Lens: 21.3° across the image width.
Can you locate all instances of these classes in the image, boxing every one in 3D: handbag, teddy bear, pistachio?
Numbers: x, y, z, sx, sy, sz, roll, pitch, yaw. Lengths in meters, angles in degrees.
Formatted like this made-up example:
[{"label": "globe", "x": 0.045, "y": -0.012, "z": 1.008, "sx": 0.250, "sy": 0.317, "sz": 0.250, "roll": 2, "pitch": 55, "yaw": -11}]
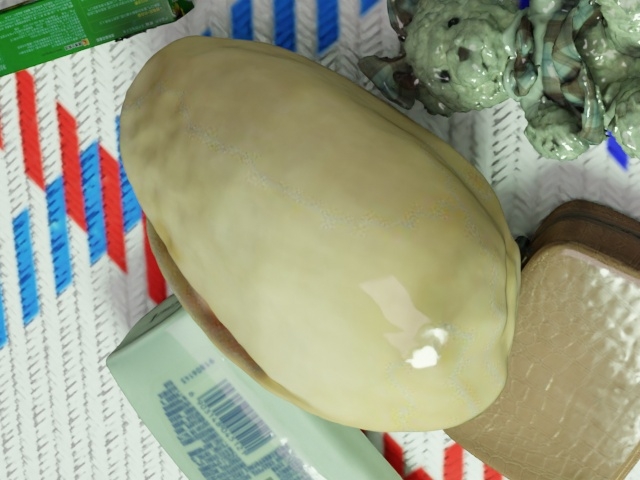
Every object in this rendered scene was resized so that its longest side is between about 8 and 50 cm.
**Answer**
[{"label": "handbag", "x": 0.166, "y": 0.075, "z": 1.123, "sx": 0.151, "sy": 0.072, "sz": 0.193, "roll": 28, "pitch": 123, "yaw": 2}, {"label": "teddy bear", "x": 0.140, "y": -0.116, "z": 1.027, "sx": 0.213, "sy": 0.111, "sz": 0.133, "roll": 9, "pitch": 99, "yaw": 40}, {"label": "pistachio", "x": 0.000, "y": 0.000, "z": 1.056, "sx": 0.299, "sy": 0.187, "sz": 0.187, "roll": 36, "pitch": 124, "yaw": 24}]

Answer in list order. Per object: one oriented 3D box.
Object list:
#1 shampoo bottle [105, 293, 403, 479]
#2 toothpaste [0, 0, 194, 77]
[{"label": "shampoo bottle", "x": -0.007, "y": 0.191, "z": 1.232, "sx": 0.134, "sy": 0.078, "sz": 0.359, "roll": -33, "pitch": 102, "yaw": 32}, {"label": "toothpaste", "x": -0.173, "y": -0.145, "z": 1.139, "sx": 0.179, "sy": 0.037, "sz": 0.043, "roll": -14, "pitch": 107, "yaw": 23}]
